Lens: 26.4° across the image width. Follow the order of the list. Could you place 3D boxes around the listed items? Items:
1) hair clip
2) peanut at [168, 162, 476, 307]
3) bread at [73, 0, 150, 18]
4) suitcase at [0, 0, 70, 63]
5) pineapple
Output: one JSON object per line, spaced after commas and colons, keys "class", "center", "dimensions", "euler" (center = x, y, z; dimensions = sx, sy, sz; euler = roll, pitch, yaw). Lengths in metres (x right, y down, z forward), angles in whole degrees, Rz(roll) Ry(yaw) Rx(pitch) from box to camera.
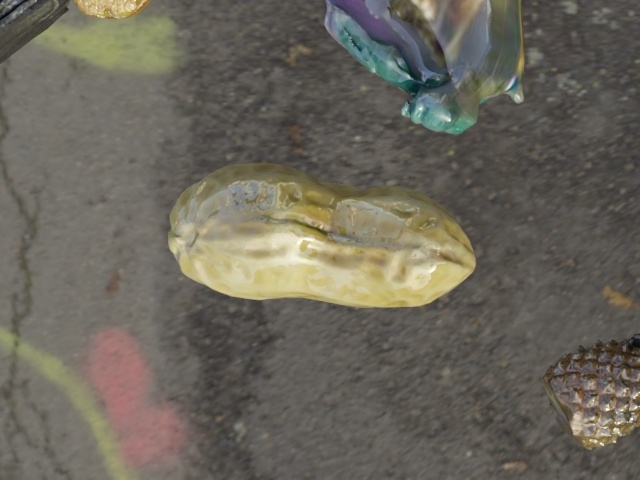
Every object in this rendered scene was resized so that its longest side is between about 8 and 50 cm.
{"class": "hair clip", "center": [-0.017, -0.182, 0.648], "dimensions": [0.358, 0.110, 0.095], "euler": [46, 162, 34]}
{"class": "peanut", "center": [0.000, 0.000, 1.332], "dimensions": [0.306, 0.147, 0.147], "euler": [10, 104, 8]}
{"class": "bread", "center": [-0.181, -0.229, 1.176], "dimensions": [0.081, 0.046, 0.083], "euler": [-33, 113, 22]}
{"class": "suitcase", "center": [-0.315, -0.129, 0.740], "dimensions": [0.229, 0.335, 0.152], "euler": [53, 158, -13]}
{"class": "pineapple", "center": [0.235, 0.083, 0.955], "dimensions": [0.159, 0.074, 0.074], "euler": [-29, 84, -3]}
